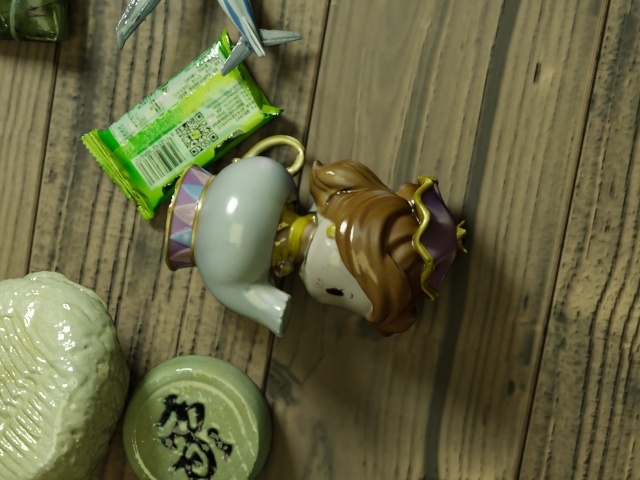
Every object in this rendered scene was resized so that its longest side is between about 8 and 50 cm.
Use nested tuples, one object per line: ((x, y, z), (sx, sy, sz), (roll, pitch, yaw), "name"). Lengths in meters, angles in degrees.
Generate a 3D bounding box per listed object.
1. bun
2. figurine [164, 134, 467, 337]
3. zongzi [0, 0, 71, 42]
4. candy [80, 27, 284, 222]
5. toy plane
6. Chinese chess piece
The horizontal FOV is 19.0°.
((-0.266, 0.137, 1.794), (0.220, 0.134, 0.220), (-11, 69, 32), "bun")
((0.000, 0.000, 1.718), (0.263, 0.142, 0.189), (10, 77, 11), "figurine")
((-0.290, -0.240, 1.793), (0.119, 0.055, 0.109), (3, 96, 23), "zongzi")
((-0.127, -0.107, 1.784), (0.178, 0.032, 0.102), (-37, 86, 14), "candy")
((-0.099, -0.260, 1.737), (0.226, 0.058, 0.226), (-27, 83, -2), "toy plane")
((-0.117, 0.180, 1.807), (0.144, 0.058, 0.144), (2, 99, 12), "Chinese chess piece")
